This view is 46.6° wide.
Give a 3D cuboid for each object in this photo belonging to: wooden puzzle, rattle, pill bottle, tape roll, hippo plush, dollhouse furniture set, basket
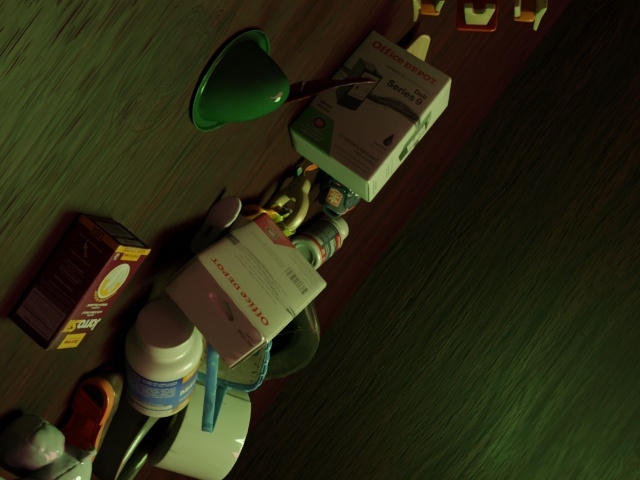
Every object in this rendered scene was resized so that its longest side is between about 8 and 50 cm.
[{"bbox_3d":[0.165,-0.382,1.836,0.238,0.044,0.221,-43,165,-20],"label":"wooden puzzle"},{"bbox_3d":[-0.093,-0.116,1.645,0.130,0.142,0.200,-3,-119,65],"label":"rattle"},{"bbox_3d":[-0.318,0.236,1.502,0.152,0.152,0.272,-44,165,-36],"label":"pill bottle"},{"bbox_3d":[0.000,0.000,2.095,0.180,0.108,0.108,-40,162,-45],"label":"pill bottle"},{"bbox_3d":[-0.305,0.458,1.842,0.246,0.169,0.246,-45,-150,36],"label":"tape roll"},{"bbox_3d":[-0.470,0.412,1.219,0.234,0.294,0.236,-36,-169,44],"label":"hippo plush"},{"bbox_3d":[0.330,-0.554,1.538,0.135,0.261,0.259,66,30,-77],"label":"dollhouse furniture set"},{"bbox_3d":[-0.216,0.256,1.688,0.289,0.201,0.255,-83,-176,-61],"label":"basket"}]

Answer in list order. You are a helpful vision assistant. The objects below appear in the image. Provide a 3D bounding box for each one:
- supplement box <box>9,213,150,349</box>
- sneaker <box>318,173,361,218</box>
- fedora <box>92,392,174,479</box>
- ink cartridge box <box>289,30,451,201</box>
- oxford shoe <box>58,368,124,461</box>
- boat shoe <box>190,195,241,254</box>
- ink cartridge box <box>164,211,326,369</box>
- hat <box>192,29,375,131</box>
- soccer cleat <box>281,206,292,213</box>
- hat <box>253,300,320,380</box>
[{"bbox_3d":[-0.352,0.063,1.096,0.188,0.080,0.104,-54,167,5],"label":"supplement box"},{"bbox_3d":[0.062,-0.153,1.860,0.148,0.131,0.350,-54,168,-17],"label":"sneaker"},{"bbox_3d":[-0.443,0.442,1.660,0.275,0.124,0.244,-56,172,-31],"label":"fedora"},{"bbox_3d":[0.106,-0.263,1.557,0.289,0.211,0.121,-52,165,-11],"label":"ink cartridge box"},{"bbox_3d":[-0.463,0.376,1.503,0.271,0.097,0.098,-58,172,22],"label":"oxford shoe"},{"bbox_3d":[-0.203,-0.031,1.455,0.142,0.049,0.040,-49,174,12],"label":"boat shoe"},{"bbox_3d":[-0.140,0.088,1.458,0.117,0.207,0.283,-40,179,30],"label":"ink cartridge box"},{"bbox_3d":[-0.067,-0.210,1.147,0.209,0.183,0.173,-57,166,18],"label":"hat"},{"bbox_3d":[-0.088,-0.068,1.789,0.083,0.029,0.036,-24,153,-56],"label":"soccer cleat"},{"bbox_3d":[-0.161,0.208,1.925,0.331,0.331,0.134,-58,-152,20],"label":"hat"}]
